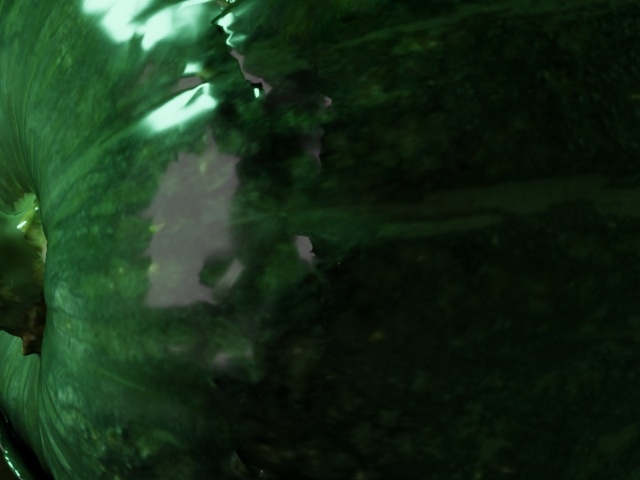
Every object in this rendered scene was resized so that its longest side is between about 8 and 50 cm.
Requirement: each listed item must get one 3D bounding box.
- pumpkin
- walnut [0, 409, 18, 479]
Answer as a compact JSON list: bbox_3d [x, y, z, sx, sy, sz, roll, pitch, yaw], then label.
[{"bbox_3d":[0.000,0.000,0.603,0.327,0.257,0.292,21,115,61],"label":"pumpkin"},{"bbox_3d":[-0.187,0.030,0.865,0.261,0.225,0.225,-4,80,19],"label":"walnut"}]
